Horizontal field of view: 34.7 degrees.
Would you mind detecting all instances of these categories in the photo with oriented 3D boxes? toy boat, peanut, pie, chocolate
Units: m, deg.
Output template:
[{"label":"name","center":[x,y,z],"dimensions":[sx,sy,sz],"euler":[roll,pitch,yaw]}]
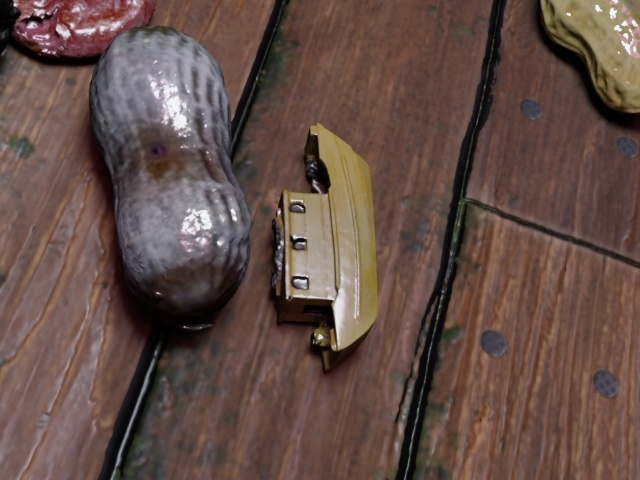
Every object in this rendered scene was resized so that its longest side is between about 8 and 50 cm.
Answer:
[{"label":"toy boat","center":[0.000,0.000,0.787],"dimensions":[0.077,0.057,0.201],"euler":[4,61,-9]},{"label":"peanut","center":[0.267,-0.204,0.971],"dimensions":[0.093,0.083,0.194],"euler":[-11,66,-23]},{"label":"pie","center":[-0.212,-0.211,0.847],"dimensions":[0.154,0.036,0.155],"euler":[7,60,-13]},{"label":"chocolate","center":[-0.111,-0.056,0.752],"dimensions":[0.110,0.110,0.248],"euler":[-7,62,-21]}]

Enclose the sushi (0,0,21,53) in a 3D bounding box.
[{"label":"sushi","center":[-0.339,-0.189,0.699],"dimensions":[0.213,0.200,0.204],"euler":[46,62,9]}]
